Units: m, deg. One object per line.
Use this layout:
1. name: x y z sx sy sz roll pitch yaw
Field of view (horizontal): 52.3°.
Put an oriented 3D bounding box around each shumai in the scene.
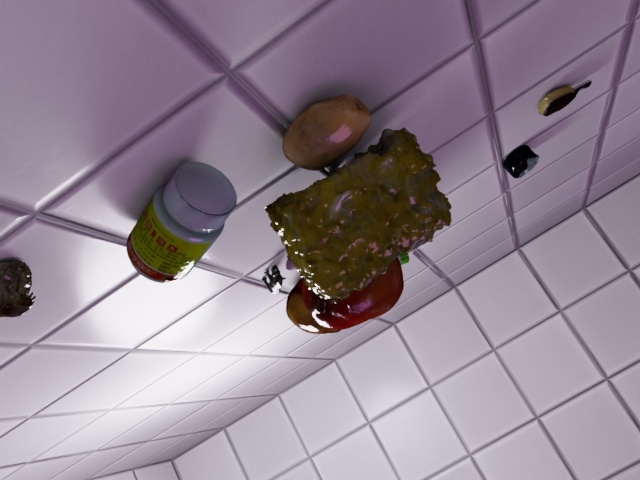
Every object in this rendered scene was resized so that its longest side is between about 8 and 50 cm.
1. shumai: -0.563 0.099 1.177 0.099 0.087 0.124 -20 160 -31

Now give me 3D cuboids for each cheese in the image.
1. cheese: 0.673 -0.399 1.782 0.162 0.036 0.086 -26 158 -11

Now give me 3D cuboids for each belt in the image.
1. belt: 0.638 -0.252 2.078 0.105 0.058 0.140 -41 155 15

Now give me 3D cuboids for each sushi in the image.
1. sushi: 0.083 -0.059 1.345 0.351 0.240 0.396 -32 -175 -7

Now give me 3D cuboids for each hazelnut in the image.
1. hazelnut: -0.001 0.196 2.102 0.229 0.229 0.229 -26 161 -10

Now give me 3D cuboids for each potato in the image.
1. potato: 0.007 -0.200 1.211 0.178 0.109 0.118 -38 173 23

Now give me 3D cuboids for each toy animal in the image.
1. toy animal: -0.130 0.110 1.870 0.047 0.065 0.136 -22 159 -24

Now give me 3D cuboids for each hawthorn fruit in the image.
1. hawthorn fruit: 0.088 0.116 1.877 0.311 0.295 0.295 -46 163 -10

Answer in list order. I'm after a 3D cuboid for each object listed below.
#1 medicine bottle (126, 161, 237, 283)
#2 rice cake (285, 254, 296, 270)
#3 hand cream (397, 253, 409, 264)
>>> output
1. medicine bottle: -0.259 -0.030 1.208 0.139 0.139 0.225 -10 153 -45
2. rice cake: 0.000 -0.001 1.801 0.270 0.049 0.055 -37 146 25
3. hand cream: 0.191 0.102 2.364 0.275 0.050 0.079 -18 134 -16
